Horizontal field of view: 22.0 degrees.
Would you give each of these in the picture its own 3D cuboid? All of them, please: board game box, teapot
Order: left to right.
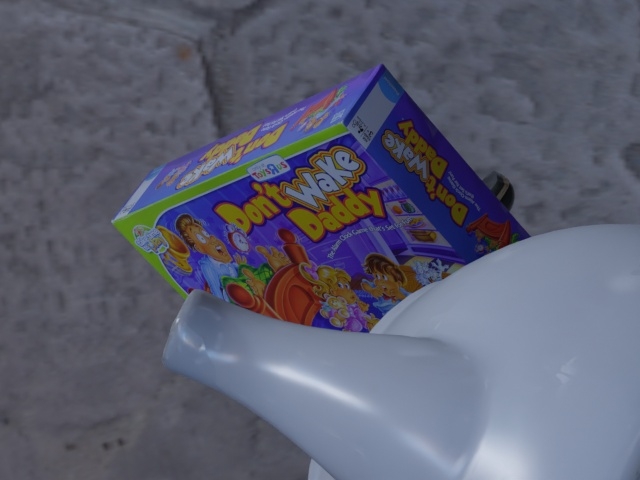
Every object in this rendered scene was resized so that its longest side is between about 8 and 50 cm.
[{"bbox_3d":[0.000,0.000,1.468,0.233,0.078,0.347,47,143,-19],"label":"board game box"},{"bbox_3d":[0.086,0.102,0.668,0.187,0.252,0.256,16,125,40],"label":"teapot"}]

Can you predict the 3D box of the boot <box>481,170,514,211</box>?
[{"bbox_3d":[0.178,0.042,1.625,0.137,0.077,0.198,26,112,-4],"label":"boot"}]
